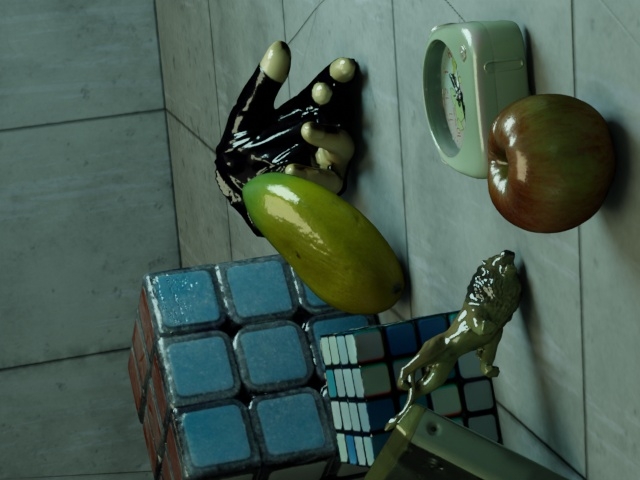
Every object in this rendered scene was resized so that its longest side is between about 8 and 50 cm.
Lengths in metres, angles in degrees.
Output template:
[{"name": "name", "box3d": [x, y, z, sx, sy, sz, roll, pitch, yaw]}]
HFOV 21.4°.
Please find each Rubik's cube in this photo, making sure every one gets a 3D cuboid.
[{"name": "Rubik's cube", "box3d": [-0.080, 0.213, 2.291, 0.303, 0.301, 0.305, 109, 148, -62]}, {"name": "Rubik's cube", "box3d": [0.097, 0.165, 1.891, 0.154, 0.151, 0.155, 159, 102, -74]}]

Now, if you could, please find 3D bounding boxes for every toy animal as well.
[{"name": "toy animal", "box3d": [0.140, 0.110, 1.695, 0.069, 0.220, 0.086, 47, 171, -36]}]

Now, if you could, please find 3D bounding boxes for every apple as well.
[{"name": "apple", "box3d": [0.199, -0.066, 1.466, 0.126, 0.102, 0.126, 177, 90, -77]}]

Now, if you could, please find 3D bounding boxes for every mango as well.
[{"name": "mango", "box3d": [0.004, -0.002, 2.094, 0.237, 0.091, 0.137, 44, 144, -1]}]

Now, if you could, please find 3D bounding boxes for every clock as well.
[{"name": "clock", "box3d": [0.149, -0.145, 1.685, 0.191, 0.062, 0.151, -151, 53, -72]}]

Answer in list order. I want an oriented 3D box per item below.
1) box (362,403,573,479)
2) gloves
[{"name": "box", "box3d": [0.145, 0.272, 1.732, 0.045, 0.211, 0.270, -61, -2, -29]}, {"name": "gloves", "box3d": [-0.034, -0.143, 2.204, 0.197, 0.152, 0.301, 52, 148, 7]}]
